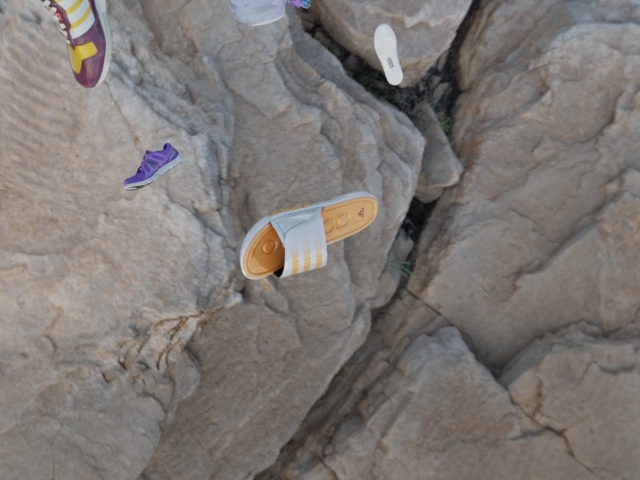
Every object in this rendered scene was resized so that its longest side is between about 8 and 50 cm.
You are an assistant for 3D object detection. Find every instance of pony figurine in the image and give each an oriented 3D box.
[{"bbox_3d":[-0.149,-0.813,1.632,0.351,0.363,0.303,-13,104,-18],"label":"pony figurine"}]

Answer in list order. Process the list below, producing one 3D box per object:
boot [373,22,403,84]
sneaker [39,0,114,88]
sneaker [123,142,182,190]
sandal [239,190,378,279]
[{"bbox_3d":[0.205,-0.576,1.614,0.069,0.086,0.190,-12,127,11],"label":"boot"},{"bbox_3d":[-0.279,-0.258,0.576,0.084,0.069,0.185,-23,135,-45],"label":"sneaker"},{"bbox_3d":[-0.416,-0.179,1.282,0.071,0.068,0.170,56,51,-18],"label":"sneaker"},{"bbox_3d":[0.000,-0.009,0.835,0.265,0.076,0.102,-24,128,-24],"label":"sandal"}]
